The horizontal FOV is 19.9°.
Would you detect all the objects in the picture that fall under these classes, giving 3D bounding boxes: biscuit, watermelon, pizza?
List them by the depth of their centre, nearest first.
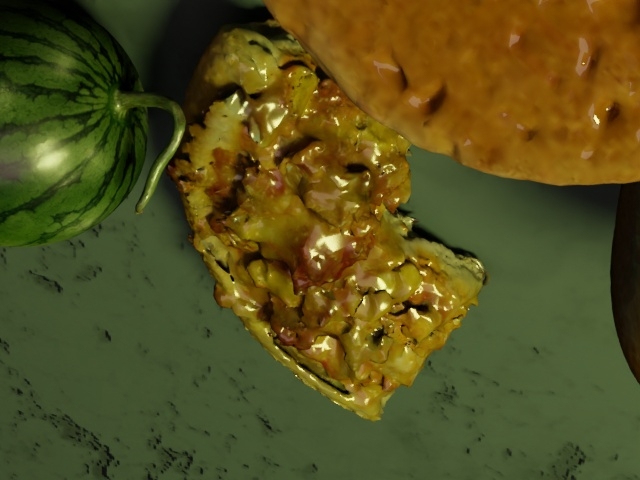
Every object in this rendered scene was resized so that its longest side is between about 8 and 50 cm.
[{"bbox_3d":[0.055,-0.236,0.730,0.350,0.078,0.455,-15,104,34],"label":"biscuit"},{"bbox_3d":[-0.151,-0.065,1.008,0.187,0.140,0.140,-6,129,26],"label":"watermelon"},{"bbox_3d":[0.000,0.000,1.052,0.161,0.085,0.305,-3,132,22],"label":"pizza"}]

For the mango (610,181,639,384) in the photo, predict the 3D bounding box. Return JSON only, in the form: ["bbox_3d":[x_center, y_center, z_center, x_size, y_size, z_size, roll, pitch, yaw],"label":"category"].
[{"bbox_3d":[0.256,-0.056,0.818,0.199,0.221,0.384,-4,125,-26],"label":"mango"}]
